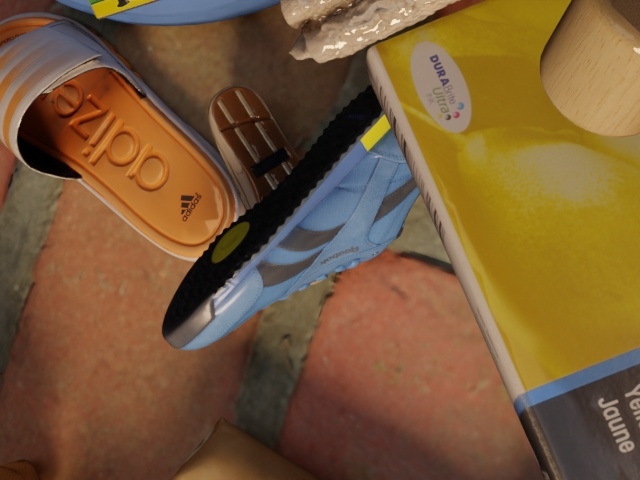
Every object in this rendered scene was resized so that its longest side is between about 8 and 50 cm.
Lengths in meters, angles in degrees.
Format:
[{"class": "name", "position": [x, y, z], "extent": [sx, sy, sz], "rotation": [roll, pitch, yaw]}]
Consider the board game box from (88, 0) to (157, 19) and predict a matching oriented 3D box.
[{"class": "board game box", "position": [-0.034, -0.185, 0.521], "extent": [0.170, 0.048, 0.141], "rotation": [-14, 33, 13]}]

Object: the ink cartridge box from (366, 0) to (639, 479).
[{"class": "ink cartridge box", "position": [0.218, -0.013, 0.467], "extent": [0.307, 0.072, 0.304], "rotation": [-23, 70, 4]}]

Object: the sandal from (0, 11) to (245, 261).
[{"class": "sandal", "position": [-0.160, -0.084, 0.676], "extent": [0.265, 0.076, 0.102], "rotation": [35, 96, 22]}]

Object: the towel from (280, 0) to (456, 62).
[{"class": "towel", "position": [0.114, -0.180, 0.523], "extent": [0.282, 0.187, 0.049], "rotation": [-23, 110, 17]}]

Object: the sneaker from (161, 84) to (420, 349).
[{"class": "sneaker", "position": [0.000, 0.000, 0.586], "extent": [0.209, 0.082, 0.069], "rotation": [-45, 24, -4]}]

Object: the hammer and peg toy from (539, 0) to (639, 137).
[{"class": "hammer and peg toy", "position": [0.291, -0.069, 0.379], "extent": [0.361, 0.127, 0.266], "rotation": [30, 67, 7]}]

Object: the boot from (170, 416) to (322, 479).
[{"class": "boot", "position": [0.041, 0.170, 0.555], "extent": [0.269, 0.089, 0.236], "rotation": [24, 92, 24]}]

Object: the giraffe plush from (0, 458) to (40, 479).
[{"class": "giraffe plush", "position": [-0.254, 0.256, 0.629], "extent": [0.210, 0.181, 0.170], "rotation": [-28, 81, 25]}]

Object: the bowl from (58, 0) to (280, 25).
[{"class": "bowl", "position": [-0.103, -0.340, 0.648], "extent": [0.391, 0.077, 0.391], "rotation": [0, 91, 14]}]

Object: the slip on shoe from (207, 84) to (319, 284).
[{"class": "slip on shoe", "position": [-0.032, -0.034, 0.639], "extent": [0.051, 0.041, 0.135], "rotation": [-31, 89, -11]}]
